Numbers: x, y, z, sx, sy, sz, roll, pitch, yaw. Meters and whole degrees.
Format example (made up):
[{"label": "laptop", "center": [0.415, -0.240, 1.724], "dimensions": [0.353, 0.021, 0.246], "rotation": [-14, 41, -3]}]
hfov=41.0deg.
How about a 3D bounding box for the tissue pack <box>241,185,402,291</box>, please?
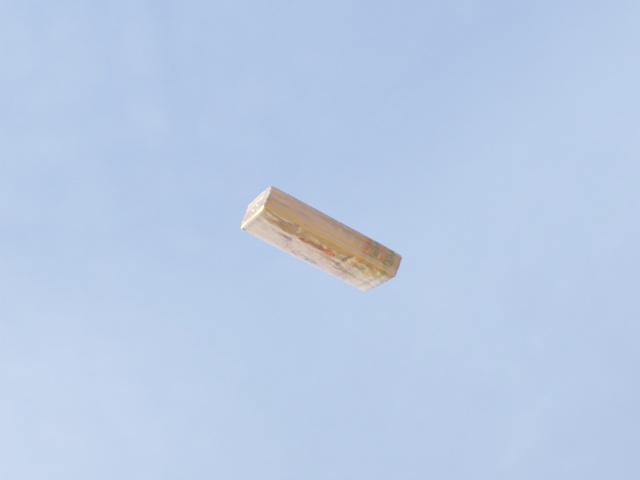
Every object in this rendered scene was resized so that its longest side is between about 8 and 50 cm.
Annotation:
[{"label": "tissue pack", "center": [0.000, 0.000, 0.609], "dimensions": [0.108, 0.023, 0.056], "rotation": [28, -24, -15]}]
